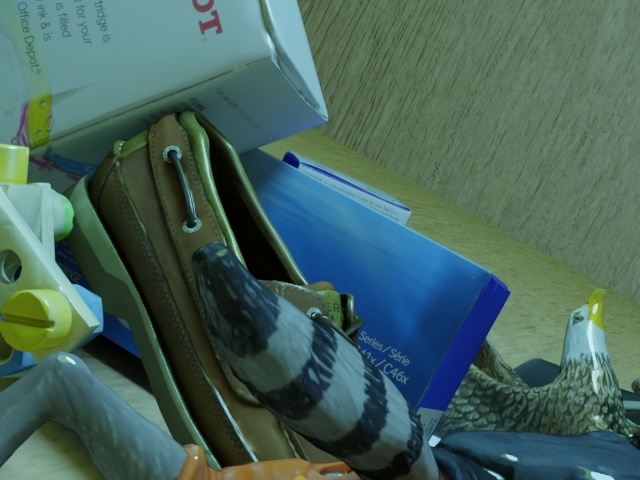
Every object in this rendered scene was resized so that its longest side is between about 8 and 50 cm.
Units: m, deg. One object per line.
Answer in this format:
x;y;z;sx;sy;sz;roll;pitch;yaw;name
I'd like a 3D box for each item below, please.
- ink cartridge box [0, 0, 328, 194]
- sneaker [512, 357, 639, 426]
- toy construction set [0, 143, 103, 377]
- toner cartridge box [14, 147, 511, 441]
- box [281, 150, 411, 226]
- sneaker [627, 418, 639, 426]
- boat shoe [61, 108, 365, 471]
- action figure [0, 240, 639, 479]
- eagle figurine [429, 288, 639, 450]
-0.174;-0.141;0.805;0.131;0.306;0.226;44;30;-70;ink cartridge box
0.286;0.168;1.237;0.222;0.083;0.118;16;13;-40;sneaker
-0.231;-0.073;0.656;0.215;0.327;0.151;-16;-18;18;toy construction set
-0.064;0.019;0.846;0.348;0.165;0.075;28;-2;21;toner cartridge box
0.000;0.000;1.227;0.126;0.137;0.072;23;9;-16;box
0.228;0.163;1.099;0.166;0.076;0.065;31;-28;4;sneaker
-0.030;0.059;0.665;0.307;0.104;0.111;53;10;16;boat shoe
0.084;0.126;0.432;0.330;0.178;0.341;18;-8;-42;action figure
0.163;0.138;0.919;0.298;0.225;0.226;-4;-58;41;eagle figurine
